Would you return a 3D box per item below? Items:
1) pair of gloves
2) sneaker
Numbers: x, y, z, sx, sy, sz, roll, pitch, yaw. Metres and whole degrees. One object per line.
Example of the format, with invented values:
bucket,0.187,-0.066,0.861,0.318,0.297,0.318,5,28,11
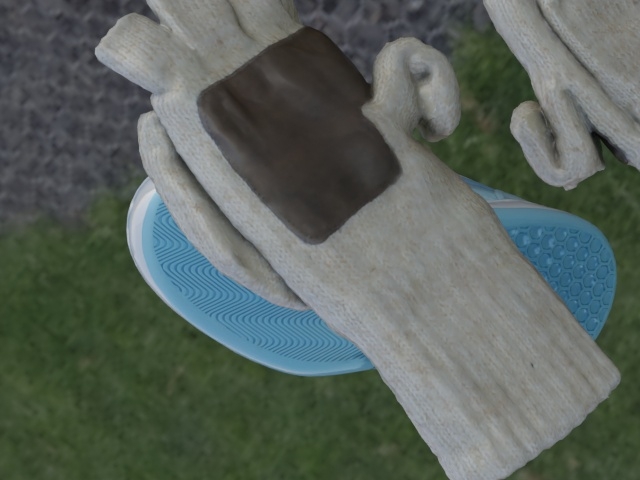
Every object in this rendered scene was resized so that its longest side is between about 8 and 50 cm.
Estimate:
pair of gloves,0.053,-0.049,0.572,0.204,0.240,0.042,45,148,2
sneaker,0.000,0.000,0.984,0.319,0.127,0.208,13,-172,-32
